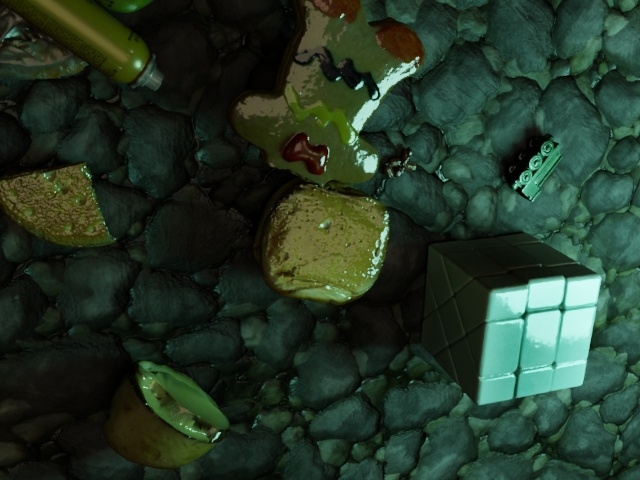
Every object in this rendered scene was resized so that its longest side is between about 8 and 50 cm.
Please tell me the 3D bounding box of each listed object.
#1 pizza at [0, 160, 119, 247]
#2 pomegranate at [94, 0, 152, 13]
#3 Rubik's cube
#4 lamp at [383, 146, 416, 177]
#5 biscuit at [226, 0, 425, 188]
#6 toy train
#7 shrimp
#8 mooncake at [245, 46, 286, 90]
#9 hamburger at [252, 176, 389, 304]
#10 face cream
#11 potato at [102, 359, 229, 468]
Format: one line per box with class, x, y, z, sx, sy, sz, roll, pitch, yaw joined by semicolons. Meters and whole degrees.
pizza;-0.557;-0.090;1.431;0.292;0.058;0.197;26;99;-26
pomegranate;-0.366;-0.516;1.263;0.159;0.205;0.159;-1;92;-54
Rubik's cube;0.471;0.186;1.719;0.316;0.319;0.321;-7;112;-16
lamp;0.193;-0.187;1.653;0.083;0.031;0.063;-25;114;-3
biscuit;0.032;-0.303;1.391;0.368;0.076;0.394;25;103;-30
toy train;0.562;-0.193;1.750;0.111;0.071;0.170;34;95;-35
shrimp;-0.601;-0.393;1.306;0.317;0.062;0.164;-11;108;-18
mooncake;-0.043;-0.303;1.483;0.245;0.133;0.245;-10;118;-19
hamburger;0.007;-0.002;1.579;0.304;0.174;0.284;14;104;-22
face cream;-0.453;-0.406;1.281;0.349;0.105;0.105;35;96;-29
potato;-0.390;0.436;1.600;0.285;0.242;0.242;34;96;-32
